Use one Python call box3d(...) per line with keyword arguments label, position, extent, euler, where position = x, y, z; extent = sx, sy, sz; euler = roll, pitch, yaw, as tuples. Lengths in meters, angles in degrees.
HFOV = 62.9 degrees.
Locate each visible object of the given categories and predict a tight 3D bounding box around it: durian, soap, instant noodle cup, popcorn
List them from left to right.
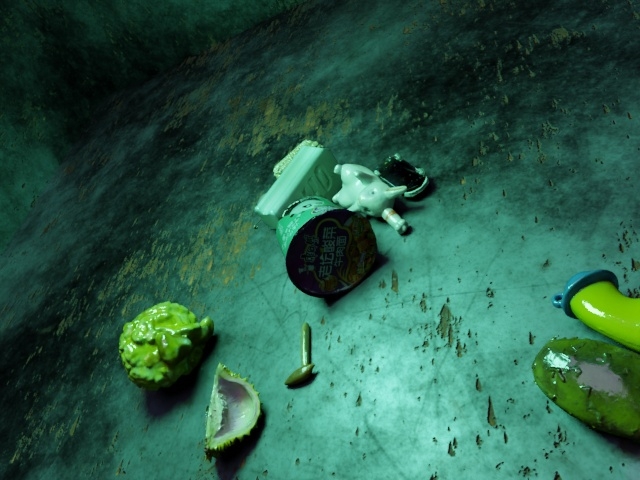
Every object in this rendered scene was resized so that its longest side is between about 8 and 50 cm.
box3d(label="popcorn", position=(-0.419, 0.285, 1.449), extent=(0.252, 0.205, 0.237), euler=(-17, 24, -3))
box3d(label="durian", position=(-0.227, 0.408, 1.242), extent=(0.165, 0.132, 0.182), euler=(-42, 50, 11))
box3d(label="soap", position=(-0.053, -0.144, 1.609), extent=(0.095, 0.173, 0.289), euler=(14, 60, 42))
box3d(label="instant noodle cup", position=(0.000, 0.000, 1.397), extent=(0.251, 0.251, 0.190), euler=(-38, 32, -1))

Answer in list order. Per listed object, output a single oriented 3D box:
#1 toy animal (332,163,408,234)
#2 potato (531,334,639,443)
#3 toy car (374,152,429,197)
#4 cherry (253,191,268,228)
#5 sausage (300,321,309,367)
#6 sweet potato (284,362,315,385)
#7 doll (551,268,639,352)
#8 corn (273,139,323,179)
box3d(label="toy animal", position=(0.137, -0.126, 1.479), extent=(0.138, 0.140, 0.282), euler=(-3, 27, -23))
box3d(label="potato", position=(0.488, 0.249, 0.890), extent=(0.251, 0.113, 0.149), euler=(23, 68, 46))
box3d(label="toy car", position=(0.238, -0.186, 1.532), extent=(0.095, 0.056, 0.205), euler=(-40, 43, -4))
box3d(label="cherry", position=(-0.136, -0.102, 1.656), extent=(0.148, 0.115, 0.188), euler=(0, 8, -5))
box3d(label="sausage", position=(-0.039, 0.264, 1.324), extent=(0.024, 0.024, 0.132), euler=(-21, 43, 18))
box3d(label="sweet potato", position=(-0.051, 0.328, 1.265), extent=(0.095, 0.034, 0.034), euler=(-38, 39, 14))
box3d(label="doll", position=(0.587, 0.134, 0.908), extent=(0.363, 0.145, 0.199), euler=(8, 39, 44))
box3d(label="corn", position=(-0.079, -0.284, 1.833), extent=(0.211, 0.087, 0.087), euler=(-50, 42, -14))
